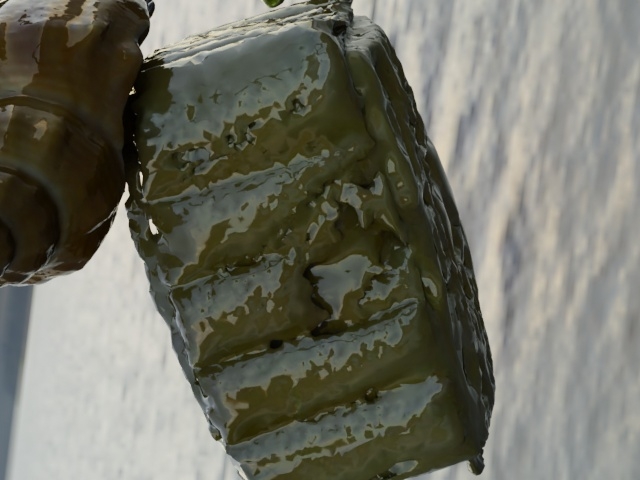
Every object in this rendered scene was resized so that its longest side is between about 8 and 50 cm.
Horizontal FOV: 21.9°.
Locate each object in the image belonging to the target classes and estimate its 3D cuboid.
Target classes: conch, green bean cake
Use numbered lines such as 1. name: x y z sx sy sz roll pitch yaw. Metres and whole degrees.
1. conch: -0.125 -0.066 0.719 0.330 0.093 0.109 -94 16 -61
2. green bean cake: 0.000 0.000 0.795 0.230 0.131 0.224 -79 -30 -76

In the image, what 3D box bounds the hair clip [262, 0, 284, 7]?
1. hair clip: -0.006 -0.219 0.938 0.072 0.046 0.173 -108 24 -60
